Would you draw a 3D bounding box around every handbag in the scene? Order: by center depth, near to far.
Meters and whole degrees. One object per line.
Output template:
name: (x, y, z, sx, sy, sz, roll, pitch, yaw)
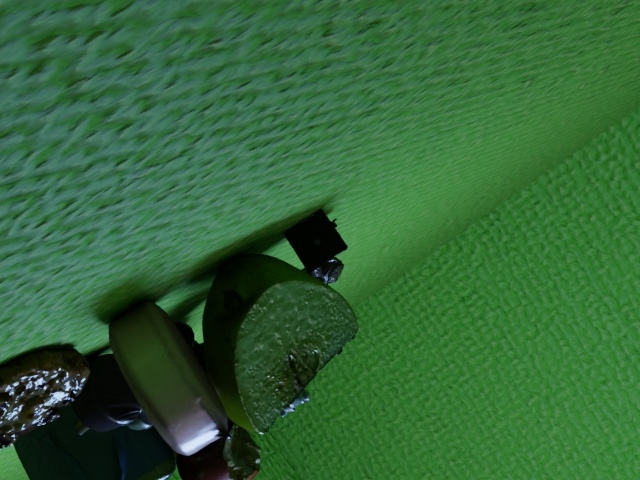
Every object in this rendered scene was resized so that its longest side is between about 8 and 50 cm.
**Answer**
handbag: (-0.428, 0.400, 2.333, 0.263, 0.241, 0.222, -29, 172, -6)

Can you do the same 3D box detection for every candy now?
candy: (-0.231, 0.217, 1.889, 0.094, 0.255, 0.255, -31, 172, -3)

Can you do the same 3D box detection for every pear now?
pear: (-0.104, 0.143, 2.030, 0.292, 0.292, 0.159, -26, -148, -36)

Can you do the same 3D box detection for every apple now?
apple: (-0.193, 0.418, 2.331, 0.147, 0.156, 0.158, -38, 135, -2)

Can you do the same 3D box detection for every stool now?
stool: (-0.356, 0.275, 2.110, 0.121, 0.125, 0.217, -28, 138, 33)

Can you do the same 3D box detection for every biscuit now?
biscuit: (-0.484, 0.262, 1.853, 0.289, 0.081, 0.334, -35, 170, 14)

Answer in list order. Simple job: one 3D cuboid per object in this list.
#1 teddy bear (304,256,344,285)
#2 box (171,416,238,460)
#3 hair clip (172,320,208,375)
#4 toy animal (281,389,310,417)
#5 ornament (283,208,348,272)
teddy bear: (-0.021, 0.093, 2.637, 0.160, 0.078, 0.119, -46, 155, -20)
box: (-0.279, 0.315, 2.439, 0.141, 0.220, 0.064, -28, 174, -23)
hair clip: (-0.212, 0.251, 2.245, 0.310, 0.194, 0.206, -5, 170, 36)
toy animal: (-0.109, 0.204, 2.356, 0.089, 0.255, 0.170, -17, 152, -30)
ornament: (0.004, 0.007, 2.133, 0.088, 0.081, 0.203, -32, 173, 2)
